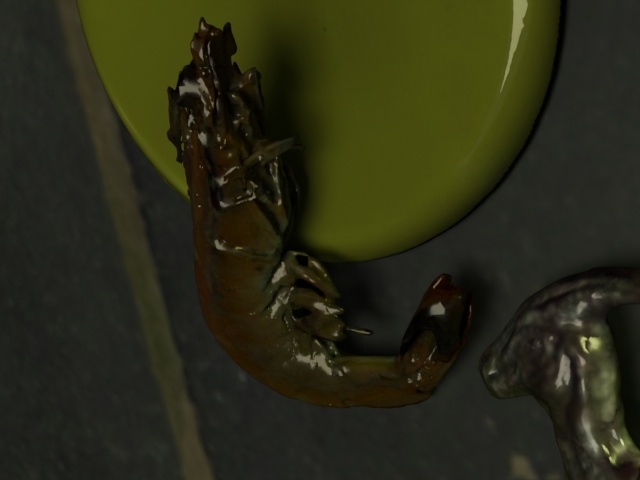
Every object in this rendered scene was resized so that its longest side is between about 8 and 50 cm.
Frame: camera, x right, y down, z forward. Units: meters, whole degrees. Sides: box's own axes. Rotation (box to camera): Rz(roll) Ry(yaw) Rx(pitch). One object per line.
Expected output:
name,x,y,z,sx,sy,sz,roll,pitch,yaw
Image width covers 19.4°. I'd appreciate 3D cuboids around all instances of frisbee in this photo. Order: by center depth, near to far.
frisbee,-0.012,-0.102,0.724,0.236,0.017,0.236,13,113,33

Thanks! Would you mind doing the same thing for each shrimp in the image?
shrimp,-0.001,0.001,0.717,0.124,0.034,0.178,15,129,26

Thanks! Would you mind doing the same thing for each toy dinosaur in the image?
toy dinosaur,0.163,0.111,0.625,0.294,0.077,0.162,16,114,33
